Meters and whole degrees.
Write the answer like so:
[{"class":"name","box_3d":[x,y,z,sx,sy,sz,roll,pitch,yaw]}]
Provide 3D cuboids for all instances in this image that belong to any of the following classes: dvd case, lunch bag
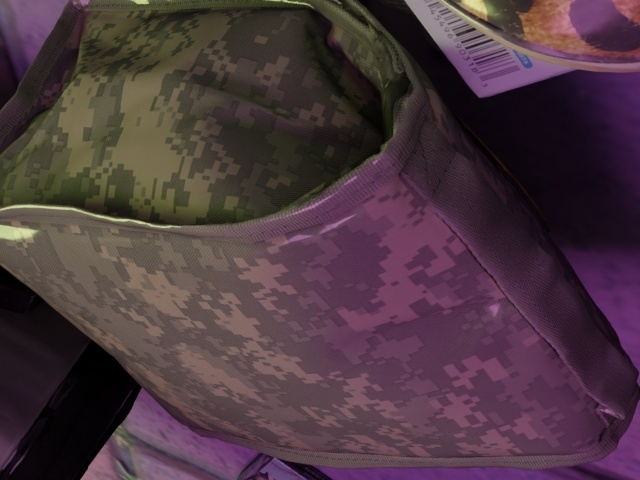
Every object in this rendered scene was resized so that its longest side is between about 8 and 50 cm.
[{"class":"dvd case","box_3d":[-0.005,0.212,1.124,0.119,0.013,0.087,36,148,-4]},{"class":"lunch bag","box_3d":[0.000,0.000,0.678,0.287,0.169,0.235,6,149,42]}]

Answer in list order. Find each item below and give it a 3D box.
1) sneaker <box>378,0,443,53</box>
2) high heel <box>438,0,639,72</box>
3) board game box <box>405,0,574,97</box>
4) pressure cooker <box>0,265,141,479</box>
[{"class":"sneaker","box_3d":[0.057,-0.125,0.596,0.051,0.070,0.134,-5,162,39]},{"class":"high heel","box_3d":[0.116,-0.130,0.363,0.261,0.093,0.186,28,122,36]},{"class":"board game box","box_3d":[0.115,-0.185,0.416,0.303,0.097,0.224,-11,128,48]},{"class":"pressure cooker","box_3d":[-0.356,0.081,0.912,0.420,0.375,0.370,34,151,-3]}]
